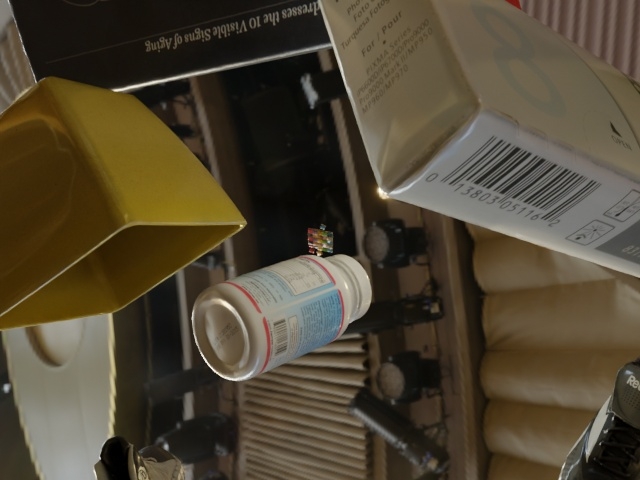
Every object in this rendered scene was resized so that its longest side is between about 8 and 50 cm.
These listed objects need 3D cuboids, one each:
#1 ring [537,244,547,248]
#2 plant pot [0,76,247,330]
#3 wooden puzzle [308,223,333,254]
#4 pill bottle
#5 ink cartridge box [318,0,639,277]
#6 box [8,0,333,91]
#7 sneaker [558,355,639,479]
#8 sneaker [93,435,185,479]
[{"bbox_3d":[0.266,-0.101,1.237,0.336,0.337,0.032,49,-61,33],"label":"ring"},{"bbox_3d":[-0.245,-0.044,0.832,0.212,0.212,0.187,-33,-102,21],"label":"plant pot"},{"bbox_3d":[0.000,0.000,1.566,0.049,0.006,0.083,11,-46,14],"label":"wooden puzzle"},{"bbox_3d":[-0.029,0.062,0.728,0.087,0.160,0.087,15,-68,41],"label":"pill bottle"},{"bbox_3d":[0.135,-0.171,0.621,0.091,0.308,0.384,-40,-130,37],"label":"ink cartridge box"},{"bbox_3d":[-0.134,-0.438,0.915,0.480,0.297,0.471,-3,-72,32],"label":"box"},{"bbox_3d":[0.287,0.169,0.738,0.078,0.234,0.106,28,-33,33],"label":"sneaker"},{"bbox_3d":[-0.239,0.297,1.053,0.228,0.086,0.132,-130,-163,-72],"label":"sneaker"}]
